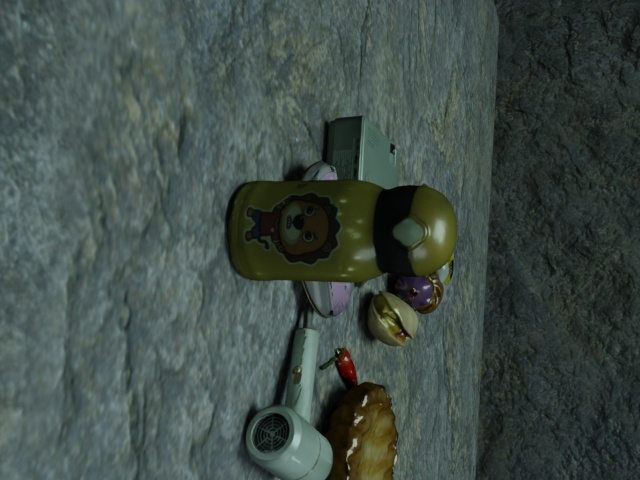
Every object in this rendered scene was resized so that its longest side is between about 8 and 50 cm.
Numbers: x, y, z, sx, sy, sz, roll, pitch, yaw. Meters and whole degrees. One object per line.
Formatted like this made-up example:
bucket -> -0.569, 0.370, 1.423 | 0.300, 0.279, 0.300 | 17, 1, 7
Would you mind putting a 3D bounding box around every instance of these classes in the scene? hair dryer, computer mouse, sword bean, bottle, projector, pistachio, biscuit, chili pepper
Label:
hair dryer -> -0.044, 0.256, 1.210 | 0.173, 0.107, 0.358 | 59, 29, -51
computer mouse -> 0.000, 0.000, 1.302 | 0.158, 0.071, 0.311 | -43, 128, -61
sword bean -> 0.018, 0.268, 1.424 | 0.083, 0.012, 0.012 | -17, 105, -66
bottle -> 0.041, -0.018, 1.048 | 0.171, 0.351, 0.172 | -1, 90, -66
projector -> 0.095, -0.156, 1.490 | 0.256, 0.099, 0.192 | 21, 72, -64
pistachio -> 0.175, 0.198, 1.668 | 0.200, 0.117, 0.145 | 35, 20, -54
biscuit -> 0.085, 0.480, 1.466 | 0.325, 0.107, 0.326 | 4, 85, -63
chili pepper -> 0.067, 0.307, 1.515 | 0.045, 0.027, 0.178 | -65, 148, -45

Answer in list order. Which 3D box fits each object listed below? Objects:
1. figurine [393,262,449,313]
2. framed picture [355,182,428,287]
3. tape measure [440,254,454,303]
figurine -> 0.289, 0.109, 1.882 | 0.263, 0.142, 0.190 | -55, 142, -56
framed picture -> 0.179, -0.013, 1.607 | 0.260, 0.023, 0.189 | -62, 168, 26
tape measure -> 0.363, 0.089, 2.111 | 0.178, 0.105, 0.196 | -36, 122, -53
